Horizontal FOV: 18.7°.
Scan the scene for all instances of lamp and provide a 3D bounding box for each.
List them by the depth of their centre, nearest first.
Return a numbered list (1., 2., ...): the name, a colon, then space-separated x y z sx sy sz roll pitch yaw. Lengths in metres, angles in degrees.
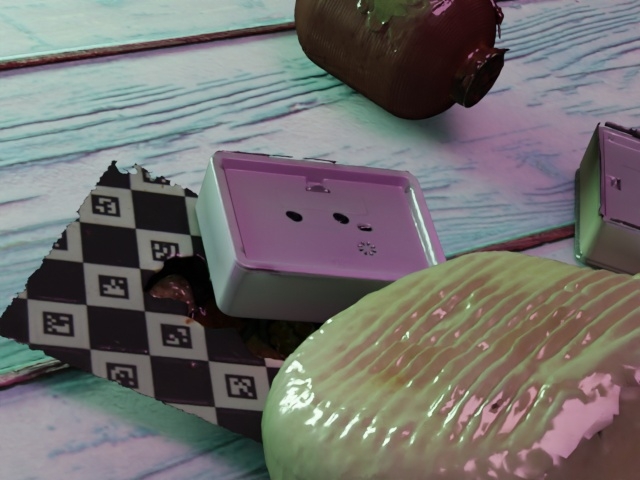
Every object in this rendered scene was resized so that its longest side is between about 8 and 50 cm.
1. lamp: 0.079 -0.237 2.063 0.258 0.180 0.180 37 36 20

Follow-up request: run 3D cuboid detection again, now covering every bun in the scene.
1. bun: 0.139 0.156 1.477 0.361 0.213 0.361 -11 25 5

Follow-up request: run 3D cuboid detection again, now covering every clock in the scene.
1. clock: 0.000 0.000 1.678 0.197 0.063 0.150 5 42 -21
2. clock: 0.344 -0.031 2.015 0.147 0.071 0.192 18 33 -5

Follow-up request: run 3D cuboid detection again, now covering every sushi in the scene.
1. sushi: -0.099 0.071 1.641 0.290 0.050 0.264 24 39 1
